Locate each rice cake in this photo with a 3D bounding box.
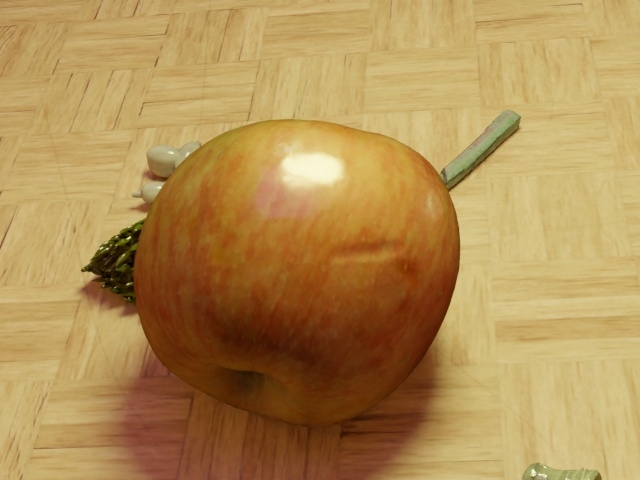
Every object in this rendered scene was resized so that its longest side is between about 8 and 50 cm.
[{"bbox_3d":[0.251,-0.145,1.901,0.033,0.033,0.207,31,54,26],"label":"rice cake"}]

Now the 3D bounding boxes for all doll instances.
[{"bbox_3d":[-0.224,-0.103,1.921,0.160,0.059,0.161,27,52,34],"label":"doll"}]

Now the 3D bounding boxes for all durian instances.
[{"bbox_3d":[-0.145,0.010,1.767,0.394,0.163,0.198,-21,2,-20],"label":"durian"}]

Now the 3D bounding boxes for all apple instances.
[{"bbox_3d":[-0.031,0.039,1.478,0.391,0.391,0.346,9,69,21],"label":"apple"}]

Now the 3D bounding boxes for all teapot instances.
[{"bbox_3d":[0.276,0.282,1.374,0.083,0.057,0.067,10,5,26],"label":"teapot"}]
